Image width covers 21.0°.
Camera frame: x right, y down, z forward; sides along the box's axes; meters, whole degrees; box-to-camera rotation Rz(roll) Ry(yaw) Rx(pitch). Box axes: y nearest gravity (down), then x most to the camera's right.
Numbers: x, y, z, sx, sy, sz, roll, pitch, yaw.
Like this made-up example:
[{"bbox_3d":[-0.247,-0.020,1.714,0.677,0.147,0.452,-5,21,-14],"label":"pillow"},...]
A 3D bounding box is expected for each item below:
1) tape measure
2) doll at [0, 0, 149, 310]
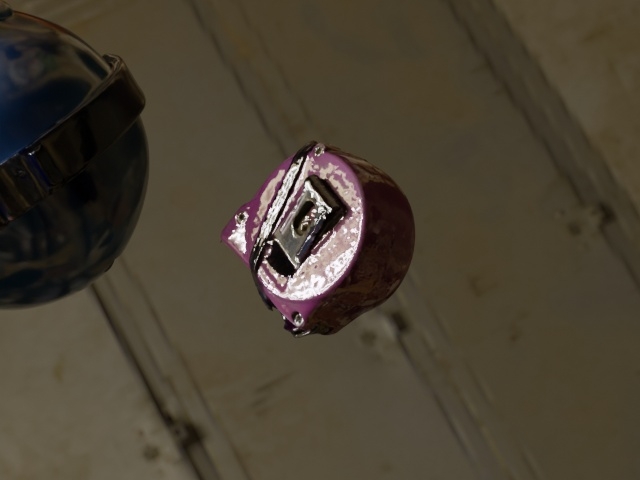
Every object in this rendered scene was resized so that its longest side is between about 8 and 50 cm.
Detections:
[{"bbox_3d":[0.000,0.000,1.171,0.125,0.074,0.118,-55,51,19],"label":"tape measure"},{"bbox_3d":[-0.275,-0.048,1.295,0.240,0.310,0.284,58,-165,-17],"label":"doll"}]
